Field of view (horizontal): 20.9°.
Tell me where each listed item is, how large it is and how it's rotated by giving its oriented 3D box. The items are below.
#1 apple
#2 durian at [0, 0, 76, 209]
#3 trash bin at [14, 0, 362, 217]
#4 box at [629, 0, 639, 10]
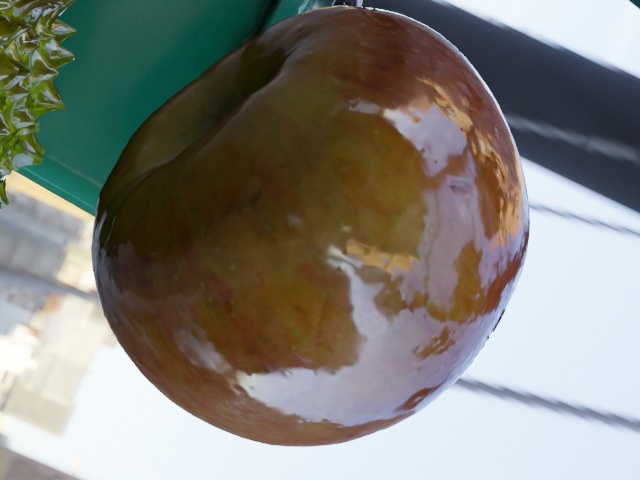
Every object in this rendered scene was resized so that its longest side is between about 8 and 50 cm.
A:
[{"bbox_3d":[0.000,0.000,0.804,0.210,0.173,0.235,-37,-163,14],"label":"apple"},{"bbox_3d":[-0.222,-0.074,0.731,0.200,0.237,0.176,-55,145,-55],"label":"durian"},{"bbox_3d":[-0.198,-0.143,1.233,0.295,0.381,0.259,-63,-168,5],"label":"trash bin"},{"bbox_3d":[0.208,-0.085,0.579,0.229,0.162,0.041,-125,-159,-45],"label":"box"}]
